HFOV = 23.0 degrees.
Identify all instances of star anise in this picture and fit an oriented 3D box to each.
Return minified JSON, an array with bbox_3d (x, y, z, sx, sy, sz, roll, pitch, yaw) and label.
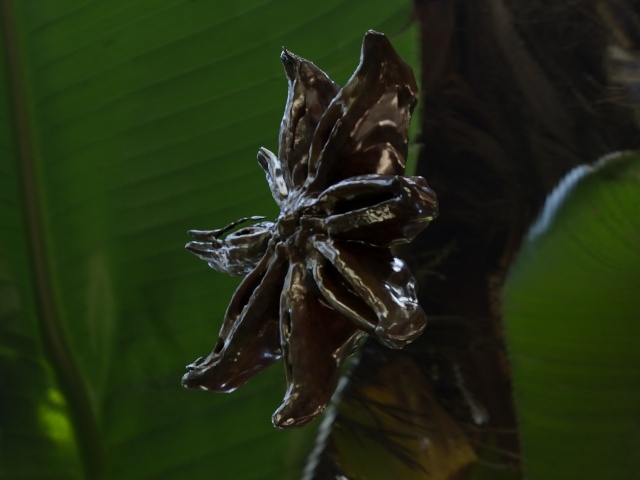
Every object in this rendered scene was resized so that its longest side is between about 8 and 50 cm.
[{"bbox_3d":[0.001,0.001,0.532,0.042,0.141,0.141,18,-89,-30],"label":"star anise"}]
